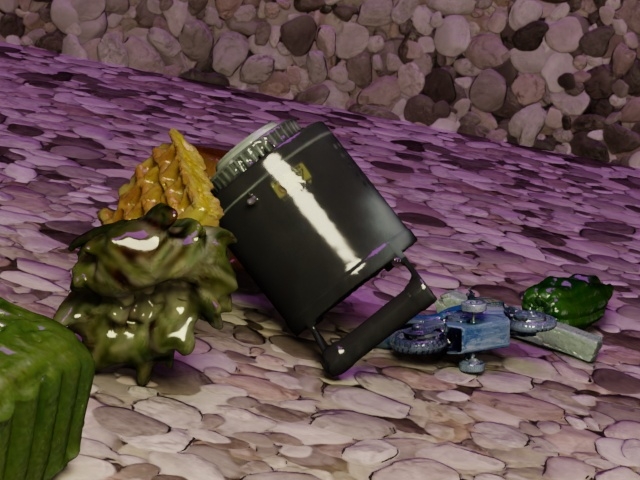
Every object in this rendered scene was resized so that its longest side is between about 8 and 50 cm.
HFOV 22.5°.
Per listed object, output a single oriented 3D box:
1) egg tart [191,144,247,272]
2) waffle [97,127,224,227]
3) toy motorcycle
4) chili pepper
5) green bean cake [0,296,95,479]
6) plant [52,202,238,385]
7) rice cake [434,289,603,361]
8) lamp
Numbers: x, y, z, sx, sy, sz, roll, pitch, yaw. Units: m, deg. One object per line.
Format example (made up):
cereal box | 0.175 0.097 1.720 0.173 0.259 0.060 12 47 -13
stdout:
egg tart | -0.141 -0.039 2.316 0.215 0.170 0.215 14 8 -2
waffle | -0.228 -0.017 2.084 0.057 0.219 0.229 32 18 -31
toy motorcycle | 0.185 0.116 2.149 0.255 0.092 0.135 -7 12 -27
chili pepper | 0.379 0.091 2.415 0.099 0.083 0.253 8 8 25
green bean cake | -0.360 0.139 1.495 0.250 0.156 0.247 15 16 14
plant | -0.225 0.001 1.875 0.180 0.251 0.333 50 11 -37
rice cake | 0.282 0.119 2.297 0.245 0.042 0.045 16 15 20
lamp | -0.020 -0.021 2.090 0.272 0.205 0.374 50 4 -15
